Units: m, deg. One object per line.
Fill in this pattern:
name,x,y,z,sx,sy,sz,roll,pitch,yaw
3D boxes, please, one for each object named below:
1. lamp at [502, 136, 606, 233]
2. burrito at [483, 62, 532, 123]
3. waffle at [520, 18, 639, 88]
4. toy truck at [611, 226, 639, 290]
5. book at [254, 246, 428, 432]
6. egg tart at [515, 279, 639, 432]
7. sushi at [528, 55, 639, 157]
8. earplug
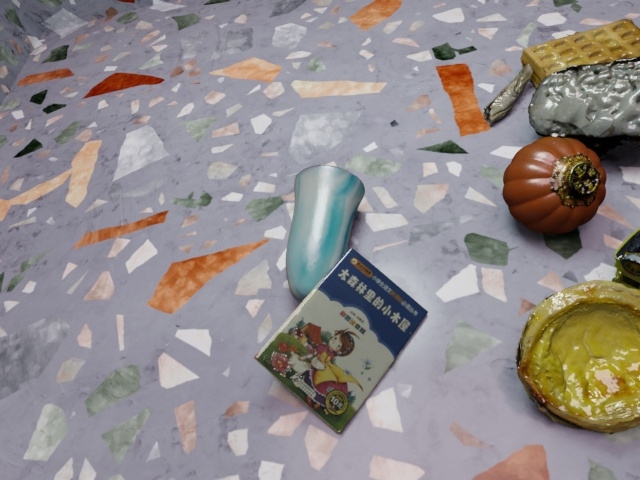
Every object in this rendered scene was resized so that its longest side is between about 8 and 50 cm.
lamp,0.528,-0.125,0.940,0.223,0.196,0.223,0,88,-7
burrito,0.557,-0.433,1.235,0.063,0.058,0.229,25,72,44
waffle,0.798,-0.532,1.236,0.328,0.098,0.224,-15,52,5
toy truck,0.710,0.093,0.774,0.124,0.157,0.272,-39,44,-12
book,0.052,0.196,0.871,0.228,0.018,0.322,40,70,4
egg tart,0.491,0.205,0.743,0.279,0.095,0.278,0,89,12
sushi,0.715,-0.321,1.036,0.349,0.234,0.207,15,16,40
earplug,0.000,0.000,1.000,0.185,0.185,0.324,2,61,14
